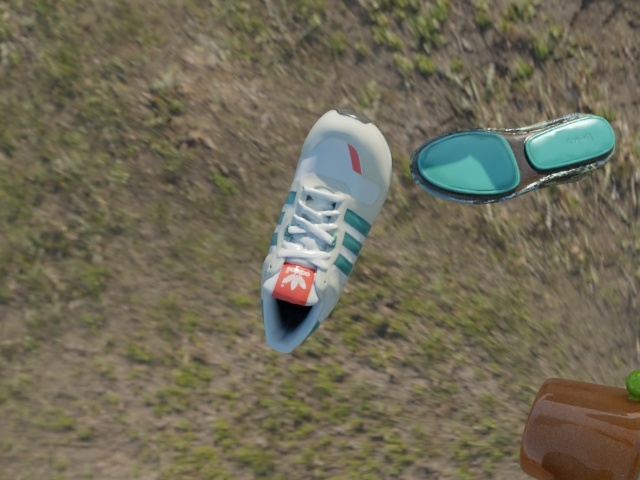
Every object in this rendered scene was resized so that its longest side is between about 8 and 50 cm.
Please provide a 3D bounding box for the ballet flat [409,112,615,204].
[{"bbox_3d":[0.155,-0.061,1.174,0.188,0.070,0.070,-8,78,-18],"label":"ballet flat"}]

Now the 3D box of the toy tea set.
[{"bbox_3d":[0.209,0.243,1.076,0.124,0.336,0.200,16,62,21],"label":"toy tea set"}]

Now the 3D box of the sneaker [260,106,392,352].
[{"bbox_3d":[0.000,0.000,0.845,0.057,0.075,0.161,20,128,2],"label":"sneaker"}]
